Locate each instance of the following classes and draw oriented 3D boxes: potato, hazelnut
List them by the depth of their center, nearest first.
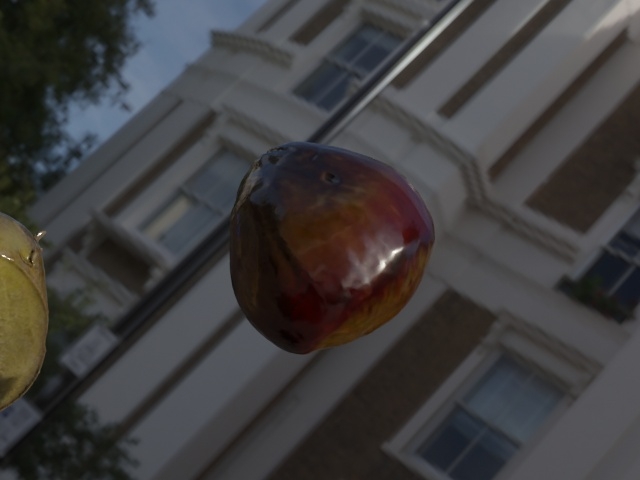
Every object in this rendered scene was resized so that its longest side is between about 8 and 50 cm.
[{"bbox_3d":[-0.225,0.030,0.908,0.172,0.089,0.100,84,-21,-44],"label":"potato"},{"bbox_3d":[0.000,0.000,1.348,0.217,0.251,0.217,12,-58,19],"label":"hazelnut"}]
